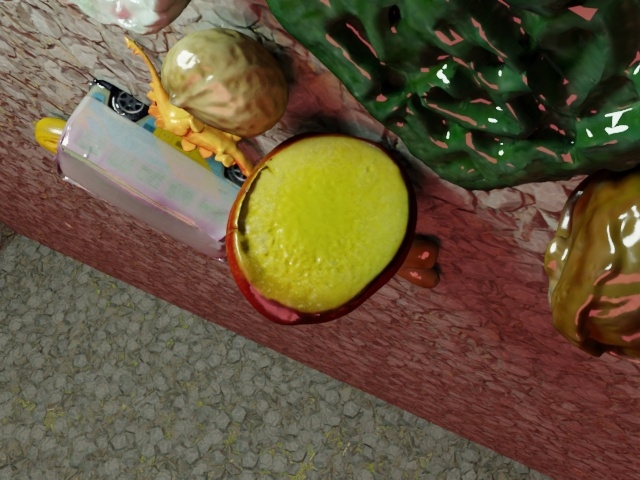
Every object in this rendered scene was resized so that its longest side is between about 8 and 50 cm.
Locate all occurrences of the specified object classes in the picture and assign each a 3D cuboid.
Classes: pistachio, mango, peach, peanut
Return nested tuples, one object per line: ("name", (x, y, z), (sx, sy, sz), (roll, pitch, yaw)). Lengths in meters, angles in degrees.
("pistachio", (0.248, 0.006, 0.394), (0.131, 0.165, 0.210), (-6, 147, -43))
("mango", (-0.529, -0.210, 1.199), (0.187, 0.066, 0.101), (25, 151, -9))
("peach", (0.000, 0.000, 0.779), (0.249, 0.274, 0.245), (22, 156, 29))
("peanut", (-0.115, -0.195, 0.693), (0.159, 0.109, 0.140), (22, 173, -24))

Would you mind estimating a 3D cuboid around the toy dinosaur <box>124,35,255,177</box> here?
("toy dinosaur", (-0.210, -0.188, 0.877), (0.288, 0.070, 0.117), (43, 154, -24))

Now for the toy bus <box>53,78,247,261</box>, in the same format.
("toy bus", (-0.277, -0.105, 1.011), (0.386, 0.162, 0.171), (30, 157, -9))

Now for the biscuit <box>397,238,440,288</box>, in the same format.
("biscuit", (0.112, 0.020, 1.000), (0.208, 0.047, 0.164), (19, 156, 21))

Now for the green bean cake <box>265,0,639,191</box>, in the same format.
("green bean cake", (0.130, -0.179, 0.360), (0.308, 0.169, 0.300), (38, 157, -22))

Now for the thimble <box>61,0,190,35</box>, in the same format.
("thimble", (-0.177, -0.299, 0.469), (0.185, 0.149, 0.211), (20, 157, 23))
